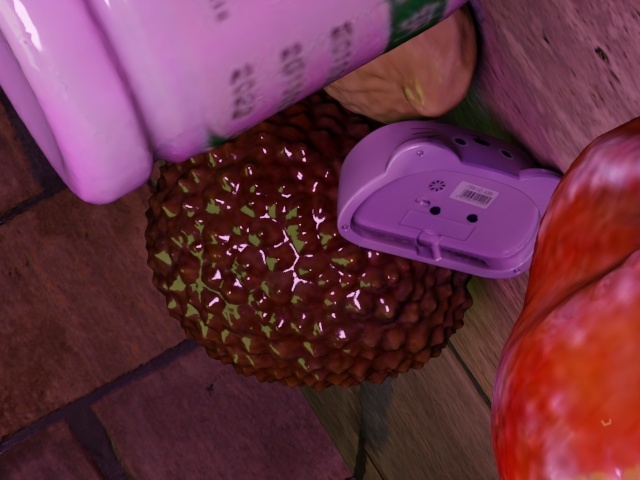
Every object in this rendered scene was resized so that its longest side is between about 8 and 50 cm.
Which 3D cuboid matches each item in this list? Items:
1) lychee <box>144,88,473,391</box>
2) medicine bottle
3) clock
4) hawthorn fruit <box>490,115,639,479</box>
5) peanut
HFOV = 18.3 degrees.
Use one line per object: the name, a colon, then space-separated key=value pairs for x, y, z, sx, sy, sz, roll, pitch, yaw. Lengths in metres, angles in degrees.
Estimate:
lychee: x=0.000 y=0.000 z=1.603 sx=0.267 sy=0.267 sz=0.267 roll=57 pitch=170 yaw=17
medicine bottle: x=-0.018 y=-0.179 z=0.922 sx=0.212 sy=0.325 sz=0.212 roll=57 pitch=168 yaw=19
clock: x=0.092 y=-0.036 z=1.359 sx=0.110 sy=0.153 sz=0.050 roll=-55 pitch=30 yaw=41
hawthorn fruit: x=0.203 y=0.065 z=0.772 sx=0.284 sy=0.284 sz=0.284 roll=57 pitch=170 yaw=17
peanut: x=0.021 y=-0.171 z=1.380 sx=0.233 sy=0.110 sz=0.196 roll=54 pitch=169 yaw=40
